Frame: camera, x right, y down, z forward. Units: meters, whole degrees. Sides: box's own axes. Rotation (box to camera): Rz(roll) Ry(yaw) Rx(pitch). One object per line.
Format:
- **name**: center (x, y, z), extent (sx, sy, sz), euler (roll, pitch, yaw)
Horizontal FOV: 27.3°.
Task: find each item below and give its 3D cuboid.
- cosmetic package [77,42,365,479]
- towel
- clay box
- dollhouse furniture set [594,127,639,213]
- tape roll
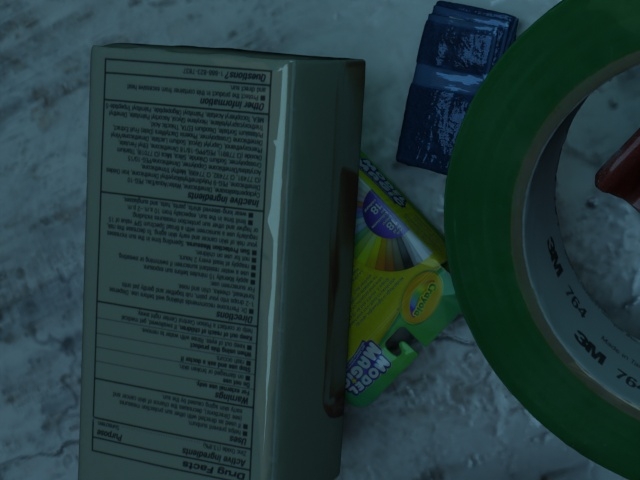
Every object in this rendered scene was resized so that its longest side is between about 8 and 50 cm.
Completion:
- **cosmetic package**: center (-0.065, 0.021, 0.882), extent (0.153, 0.129, 0.296), euler (9, 100, 22)
- **towel**: center (0.093, -0.103, 0.917), extent (0.067, 0.029, 0.119), euler (16, 100, 22)
- **clay box**: center (0.000, 0.000, 0.950), extent (0.222, 0.053, 0.127), euler (47, 111, 12)
- **dollhouse furniture set**: center (0.256, -0.151, 0.779), extent (0.201, 0.152, 0.374), euler (10, 98, 22)
- **tape roll**: center (0.231, -0.007, 0.745), extent (0.321, 0.077, 0.321), euler (10, 115, 22)
